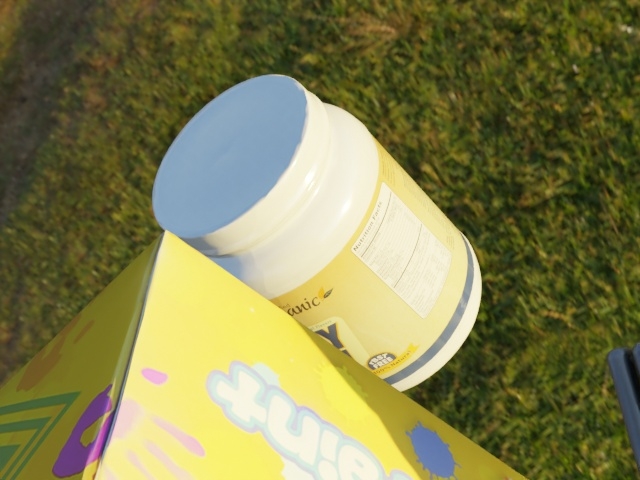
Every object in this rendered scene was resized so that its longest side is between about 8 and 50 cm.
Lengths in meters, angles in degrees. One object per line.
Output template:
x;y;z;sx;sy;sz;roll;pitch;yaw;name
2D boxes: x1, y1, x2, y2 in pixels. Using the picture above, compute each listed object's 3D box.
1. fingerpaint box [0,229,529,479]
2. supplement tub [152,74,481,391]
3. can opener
-0.024;0.259;0.589;0.371;0.445;0.163;-41;26;31;fingerpaint box
0.000;0.000;1.198;0.228;0.316;0.228;-24;44;26;supplement tub
0.432;0.263;1.440;0.074;0.093;0.280;-23;80;37;can opener
